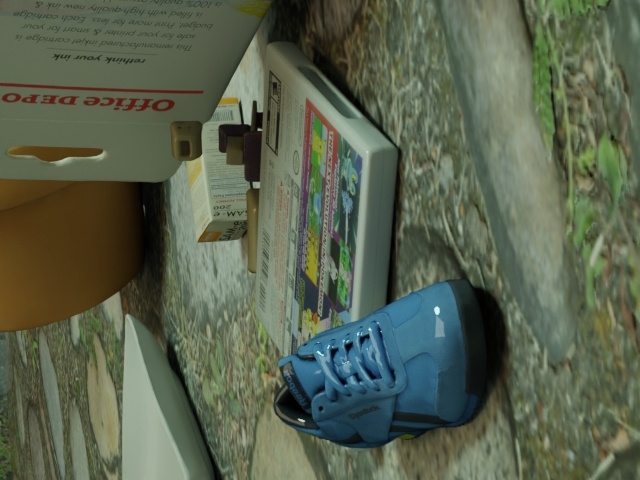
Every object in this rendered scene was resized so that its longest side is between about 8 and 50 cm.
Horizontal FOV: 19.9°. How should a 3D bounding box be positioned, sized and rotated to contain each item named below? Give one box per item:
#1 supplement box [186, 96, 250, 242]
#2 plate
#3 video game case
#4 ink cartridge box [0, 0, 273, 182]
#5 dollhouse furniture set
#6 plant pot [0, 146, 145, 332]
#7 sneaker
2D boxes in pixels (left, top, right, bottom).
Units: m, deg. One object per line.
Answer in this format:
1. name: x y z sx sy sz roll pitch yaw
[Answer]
1. supplement box: -0.079 -0.054 1.400 0.062 0.036 0.098 134 130 -69
2. plate: -0.139 0.251 1.695 0.278 0.045 0.277 -118 29 -55
3. video game case: 0.000 0.000 1.139 0.183 0.023 0.201 -128 37 -57
4. ink cartridge box: -0.143 -0.182 1.173 0.353 0.207 0.119 124 139 -49
5. dollhouse furniture set: -0.055 -0.038 1.265 0.081 0.091 0.114 -92 1 -64
6. plant pot: -0.294 -0.044 1.788 0.291 0.291 0.203 -130 22 -65
7. sneaker: 0.028 0.072 0.976 0.209 0.082 0.069 134 132 -68
